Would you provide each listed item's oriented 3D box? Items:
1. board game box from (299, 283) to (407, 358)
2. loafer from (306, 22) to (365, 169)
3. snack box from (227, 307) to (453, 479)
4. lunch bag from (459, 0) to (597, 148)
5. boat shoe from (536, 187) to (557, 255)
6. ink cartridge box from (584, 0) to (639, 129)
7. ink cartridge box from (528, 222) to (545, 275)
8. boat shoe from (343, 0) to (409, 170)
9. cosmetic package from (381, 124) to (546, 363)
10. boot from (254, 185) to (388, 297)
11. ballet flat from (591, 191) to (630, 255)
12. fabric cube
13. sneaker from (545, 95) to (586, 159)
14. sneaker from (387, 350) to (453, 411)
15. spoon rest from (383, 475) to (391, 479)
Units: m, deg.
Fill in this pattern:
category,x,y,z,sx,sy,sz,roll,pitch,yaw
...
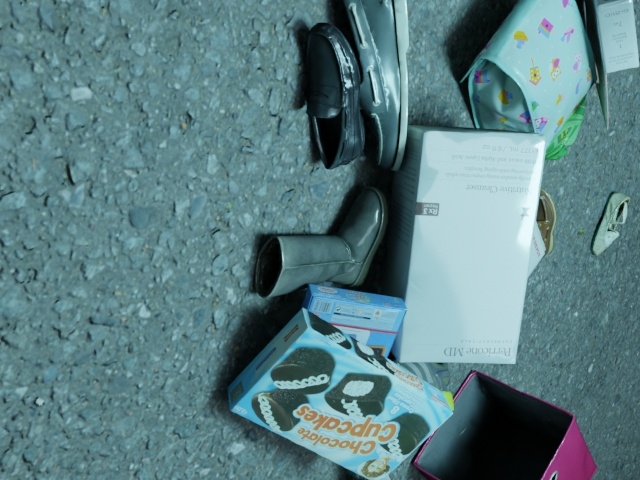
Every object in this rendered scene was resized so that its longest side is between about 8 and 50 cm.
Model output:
category,x,y,z,sx,sy,sz,roll,pitch,yaw
board game box,0.029,0.177,1.274,0.160,0.039,0.211,10,116,-17
loafer,0.016,-0.206,1.162,0.078,0.076,0.223,-43,136,-35
snack box,0.035,0.256,1.261,0.322,0.060,0.187,33,108,-28
lunch bag,0.370,-0.315,1.418,0.223,0.160,0.262,-53,141,-15
boat shoe,0.464,-0.030,1.697,0.060,0.064,0.178,-37,132,-31
ink cartridge box,0.550,-0.403,1.514,0.296,0.066,0.261,-80,154,-47
ink cartridge box,0.364,0.043,1.613,0.190,0.082,0.139,-51,135,-20
boat shoe,0.083,-0.253,1.223,0.099,0.116,0.319,-3,125,1
cosmetic package,0.228,0.004,1.329,0.217,0.156,0.385,0,101,-10
boot,0.002,0.000,1.246,0.208,0.076,0.189,4,104,-40
ballet flat,0.720,-0.037,1.961,0.057,0.052,0.168,9,100,-47
fabric cube,0.403,0.484,1.703,0.254,0.259,0.258,-52,136,-18
sneaker,0.448,-0.199,1.578,0.295,0.109,0.123,-41,127,-27
sneaker,0.136,0.248,1.467,0.300,0.111,0.121,20,67,-43
spoon rest,0.088,0.472,1.509,0.137,0.084,0.276,-31,126,-33
